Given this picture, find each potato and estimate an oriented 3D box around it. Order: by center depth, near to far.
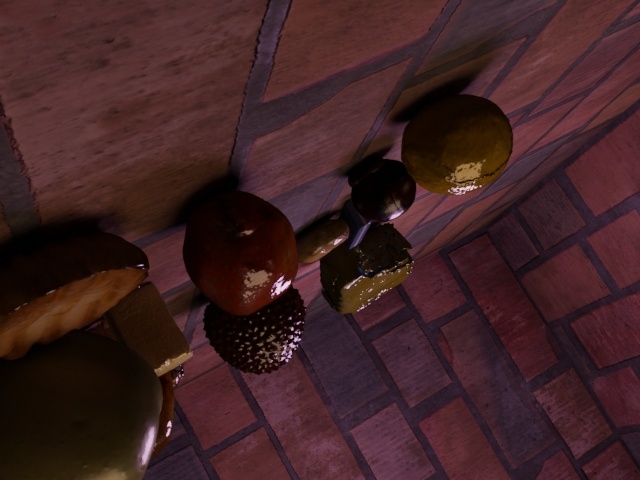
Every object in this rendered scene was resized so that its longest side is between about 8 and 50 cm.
[{"bbox_3d":[0.000,0.000,1.956,0.170,0.080,0.107,-38,160,20],"label":"potato"}]

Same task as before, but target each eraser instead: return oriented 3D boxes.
[{"bbox_3d":[0.085,-0.044,1.978,0.036,0.081,0.225,-27,168,-12],"label":"eraser"}]

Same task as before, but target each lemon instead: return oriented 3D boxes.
[{"bbox_3d":[0.275,-0.193,1.510,0.260,0.204,0.204,-16,164,-27],"label":"lemon"}]

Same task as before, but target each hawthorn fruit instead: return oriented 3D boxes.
[{"bbox_3d":[-0.139,0.008,1.310,0.211,0.210,0.262,-28,161,-15],"label":"hawthorn fruit"}]

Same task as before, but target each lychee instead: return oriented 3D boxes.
[{"bbox_3d":[-0.175,0.221,2.037,0.276,0.275,0.304,-36,143,25],"label":"lychee"}]

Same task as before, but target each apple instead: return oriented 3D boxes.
[{"bbox_3d":[-0.472,0.299,1.340,0.361,0.311,0.320,19,154,-15],"label":"apple"}]

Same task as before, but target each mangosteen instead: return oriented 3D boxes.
[{"bbox_3d":[0.134,-0.118,1.658,0.153,0.152,0.152,-29,169,-6],"label":"mangosteen"}]

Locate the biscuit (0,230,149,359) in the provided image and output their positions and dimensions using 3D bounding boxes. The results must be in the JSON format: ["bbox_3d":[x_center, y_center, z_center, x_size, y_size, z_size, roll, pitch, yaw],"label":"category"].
[{"bbox_3d":[-0.422,0.084,1.152,0.326,0.107,0.326,-27,172,-4],"label":"biscuit"}]

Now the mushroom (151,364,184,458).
[{"bbox_3d":[-0.484,0.396,1.816,0.346,0.345,0.259,-29,151,-6],"label":"mushroom"}]

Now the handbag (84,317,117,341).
[{"bbox_3d":[-0.483,0.262,1.658,0.213,0.157,0.059,-30,177,4],"label":"handbag"}]

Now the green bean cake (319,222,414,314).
[{"bbox_3d":[0.134,0.057,2.335,0.310,0.202,0.285,-29,157,-15],"label":"green bean cake"}]

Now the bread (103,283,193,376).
[{"bbox_3d":[-0.364,0.193,1.584,0.126,0.188,0.068,-27,164,-22],"label":"bread"}]
